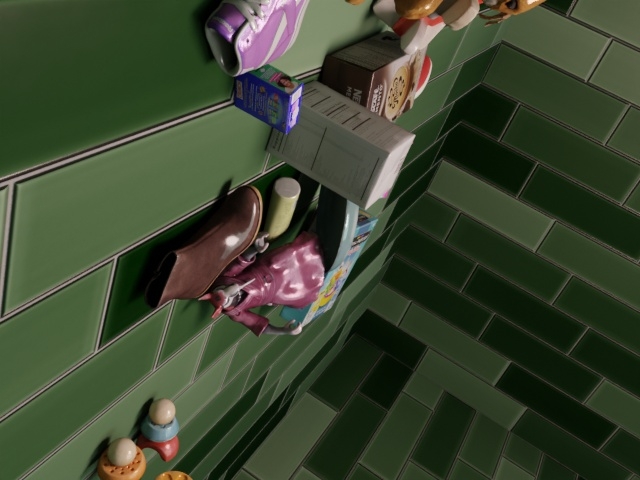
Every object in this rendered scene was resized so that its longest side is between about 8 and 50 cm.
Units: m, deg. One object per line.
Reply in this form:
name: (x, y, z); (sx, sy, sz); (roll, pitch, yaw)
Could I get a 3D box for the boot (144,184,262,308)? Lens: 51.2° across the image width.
boot: (-0.209, 0.012, 1.232); (0.248, 0.090, 0.207); (-59, 169, 15)

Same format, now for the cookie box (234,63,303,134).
cookie box: (-0.086, -0.239, 1.092); (0.040, 0.107, 0.091); (-52, 166, -32)

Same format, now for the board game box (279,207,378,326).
board game box: (0.029, 0.076, 1.983); (0.336, 0.079, 0.254); (-63, 165, 19)

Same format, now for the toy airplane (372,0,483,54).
toy airplane: (0.275, -0.569, 1.380); (0.384, 0.386, 0.272); (-47, 125, -15)

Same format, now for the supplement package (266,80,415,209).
supplement package: (0.038, -0.196, 1.340); (0.134, 0.244, 0.139); (-40, 158, -52)

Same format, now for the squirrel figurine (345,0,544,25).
squirrel figurine: (0.246, -0.526, 1.042); (0.396, 0.371, 0.281); (-58, 158, -19)

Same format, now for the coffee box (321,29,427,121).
coffee box: (0.118, -0.350, 1.504); (0.297, 0.119, 0.168); (-41, 149, -49)

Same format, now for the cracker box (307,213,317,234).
cracker box: (0.000, 0.000, 2.026); (0.232, 0.067, 0.156); (-61, 167, 14)

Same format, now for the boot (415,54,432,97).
boot: (0.227, -0.449, 1.828); (0.244, 0.088, 0.176); (-52, 164, -13)

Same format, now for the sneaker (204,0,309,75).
sneaker: (-0.079, -0.345, 0.908); (0.161, 0.102, 0.282); (-43, 160, -40)

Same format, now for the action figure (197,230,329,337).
action figure: (-0.152, 0.089, 1.557); (0.370, 0.276, 0.247); (-16, 103, -47)

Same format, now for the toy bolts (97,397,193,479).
toy bolts: (-0.366, 0.475, 1.507); (0.228, 0.219, 0.158); (-72, 177, -57)

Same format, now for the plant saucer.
plant saucer: (0.043, -0.073, 1.688); (0.317, 0.044, 0.317); (-173, -90, -77)

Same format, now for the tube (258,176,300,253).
tube: (-0.100, -0.055, 1.579); (0.240, 0.070, 0.062); (109, -21, -55)

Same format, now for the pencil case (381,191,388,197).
pencil case: (0.214, -0.245, 2.197); (0.104, 0.104, 0.236); (-42, 159, -52)
